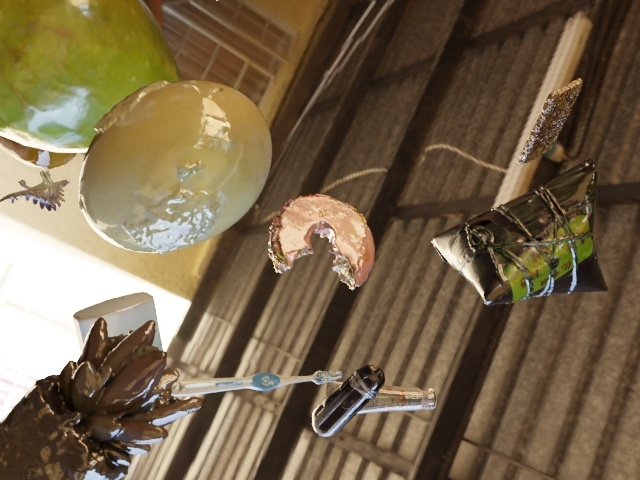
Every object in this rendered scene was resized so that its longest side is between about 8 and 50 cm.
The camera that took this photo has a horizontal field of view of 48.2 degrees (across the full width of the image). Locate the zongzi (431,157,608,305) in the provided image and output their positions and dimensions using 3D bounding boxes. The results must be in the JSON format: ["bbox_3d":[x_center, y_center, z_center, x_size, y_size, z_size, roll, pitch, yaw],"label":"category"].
[{"bbox_3d":[0.507,0.047,1.646,0.383,0.362,0.319,-31,-151,7],"label":"zongzi"}]

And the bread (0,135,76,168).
[{"bbox_3d":[-0.489,-0.311,1.191,0.337,0.148,0.328,30,-56,31],"label":"bread"}]

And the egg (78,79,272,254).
[{"bbox_3d":[-0.142,-0.072,0.712,0.201,0.164,0.164,-35,-161,-15],"label":"egg"}]

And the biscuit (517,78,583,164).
[{"bbox_3d":[0.566,-0.286,1.766,0.025,0.131,0.231,46,-33,27],"label":"biscuit"}]

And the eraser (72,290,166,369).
[{"bbox_3d":[-0.465,0.284,1.699,0.104,0.189,0.290,21,-58,54],"label":"eraser"}]

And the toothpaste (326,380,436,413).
[{"bbox_3d":[0.170,0.446,2.021,0.066,0.323,0.100,147,-55,-69],"label":"toothpaste"}]

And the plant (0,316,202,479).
[{"bbox_3d":[-0.333,0.254,1.015,0.320,0.194,0.181,-38,173,-10],"label":"plant"}]

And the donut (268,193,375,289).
[{"bbox_3d":[0.000,0.000,1.510,0.085,0.232,0.199,127,-25,-57],"label":"donut"}]

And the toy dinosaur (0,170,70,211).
[{"bbox_3d":[-0.540,-0.092,1.381,0.039,0.082,0.209,-33,-178,19],"label":"toy dinosaur"}]

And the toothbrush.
[{"bbox_3d":[-0.123,0.284,1.436,0.040,0.385,0.040,-7,-98,58],"label":"toothbrush"}]

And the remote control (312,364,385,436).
[{"bbox_3d":[0.069,0.426,1.877,0.266,0.090,0.066,-49,-172,27],"label":"remote control"}]

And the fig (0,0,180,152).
[{"bbox_3d":[-0.319,-0.239,0.946,0.258,0.326,0.258,-6,-101,33],"label":"fig"}]
